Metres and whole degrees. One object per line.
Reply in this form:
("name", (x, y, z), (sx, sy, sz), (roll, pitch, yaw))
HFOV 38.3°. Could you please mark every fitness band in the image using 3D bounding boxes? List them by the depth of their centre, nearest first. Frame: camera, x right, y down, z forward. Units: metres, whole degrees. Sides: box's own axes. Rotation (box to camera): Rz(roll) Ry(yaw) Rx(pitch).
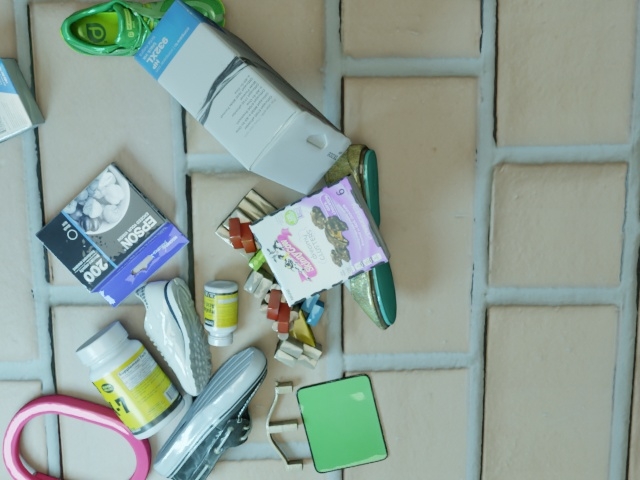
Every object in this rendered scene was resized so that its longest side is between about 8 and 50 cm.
("fitness band", (-0.481, 0.421, 1.829), (0.290, 0.054, 0.209), (17, 99, -4))

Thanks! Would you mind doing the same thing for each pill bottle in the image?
("pill bottle", (-0.190, 0.139, 1.755), (0.065, 0.065, 0.116), (1, 102, 0))
("pill bottle", (-0.364, 0.264, 1.756), (0.119, 0.119, 0.208), (-34, 99, 7))

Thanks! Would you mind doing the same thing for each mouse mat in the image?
("mouse mat", (0.043, 0.366, 1.832), (0.152, 0.007, 0.190), (-13, 101, 3))

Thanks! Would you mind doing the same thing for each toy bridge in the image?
("toy bridge", (-0.076, 0.368, 1.823), (0.063, 0.026, 0.188), (-7, 102, 3))

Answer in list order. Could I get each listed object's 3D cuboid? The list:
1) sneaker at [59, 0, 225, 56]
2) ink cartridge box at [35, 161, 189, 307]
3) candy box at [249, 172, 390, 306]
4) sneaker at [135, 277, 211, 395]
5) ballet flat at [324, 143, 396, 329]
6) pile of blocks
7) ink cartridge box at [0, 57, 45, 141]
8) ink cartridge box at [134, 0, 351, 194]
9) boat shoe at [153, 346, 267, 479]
("sneaker", (-0.312, -0.368, 1.616), (0.295, 0.123, 0.110), (-7, 102, 1))
("ink cartridge box", (-0.392, -0.004, 1.737), (0.206, 0.045, 0.208), (-42, 100, 8))
("candy box", (0.000, 0.000, 1.616), (0.196, 0.070, 0.165), (-26, 94, 12))
("sneaker", (-0.279, 0.188, 1.766), (0.094, 0.090, 0.235), (-12, 98, 16))
("ballet flat", (0.065, -0.004, 1.705), (0.123, 0.123, 0.349), (-8, 102, 2))
("pile of blocks", (-0.071, 0.082, 1.717), (0.149, 0.112, 0.362), (-25, 101, 6))
("ink cartridge box", (-0.641, -0.226, 1.673), (0.231, 0.078, 0.134), (-22, 101, 5))
("ink cartridge box", (-0.125, -0.233, 1.532), (0.307, 0.223, 0.129), (45, 101, 23))
("boat shoe", (-0.189, 0.347, 1.787), (0.119, 0.121, 0.335), (34, 111, -14))
